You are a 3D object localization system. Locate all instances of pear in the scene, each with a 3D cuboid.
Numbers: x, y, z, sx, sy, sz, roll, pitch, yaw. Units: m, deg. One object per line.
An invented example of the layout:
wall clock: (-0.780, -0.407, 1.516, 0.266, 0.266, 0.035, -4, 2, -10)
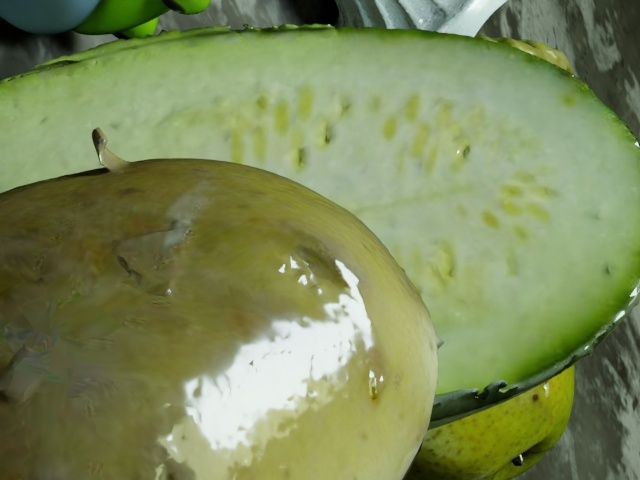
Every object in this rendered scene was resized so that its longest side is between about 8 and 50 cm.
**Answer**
pear: (0.072, 0.072, 0.938, 0.198, 0.198, 0.198, 30, 52, -48)

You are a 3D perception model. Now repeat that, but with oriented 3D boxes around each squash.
squash: (0.000, 0.000, 0.731, 0.210, 0.309, 0.234, 34, 49, -45)

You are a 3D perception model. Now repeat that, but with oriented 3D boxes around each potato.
potato: (-0.092, 0.048, 0.604, 0.239, 0.299, 0.116, 51, -22, 30)

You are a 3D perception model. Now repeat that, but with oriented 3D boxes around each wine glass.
wine glass: (0.026, -0.217, 1.022, 0.196, 0.165, 0.165, 41, 44, -31)

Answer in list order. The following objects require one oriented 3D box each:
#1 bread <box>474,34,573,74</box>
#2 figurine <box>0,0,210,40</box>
bread: (0.138, -0.121, 1.204, 0.269, 0.087, 0.098, -8, 82, -57)
figurine: (-0.150, -0.224, 0.759, 0.143, 0.162, 0.263, -39, 104, -29)
